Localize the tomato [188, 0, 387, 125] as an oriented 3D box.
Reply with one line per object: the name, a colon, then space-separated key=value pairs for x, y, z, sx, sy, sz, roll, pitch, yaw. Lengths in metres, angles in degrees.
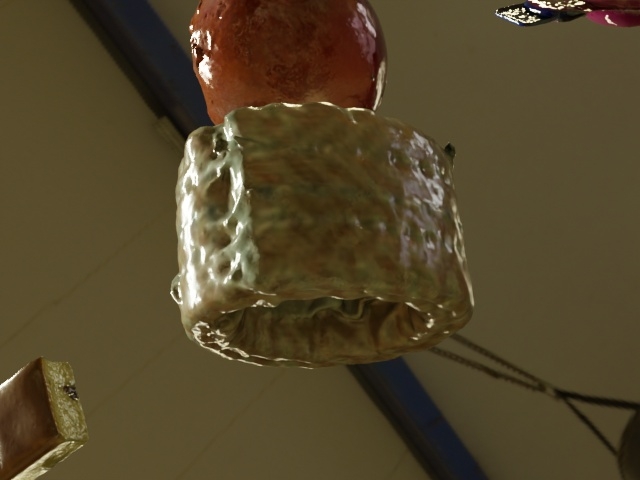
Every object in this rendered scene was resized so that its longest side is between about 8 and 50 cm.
tomato: x=-0.026 y=-0.188 z=1.013 sx=0.184 sy=0.208 sz=0.208 roll=-10 pitch=-67 yaw=15

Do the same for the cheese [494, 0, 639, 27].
cheese: x=0.315 y=-0.270 z=1.103 sx=0.244 sy=0.155 sz=0.062 roll=-13 pitch=-64 yaw=-14

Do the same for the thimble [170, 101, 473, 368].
thimble: x=-0.001 y=0.003 z=0.719 sx=0.229 sy=0.196 sz=0.148 roll=12 pitch=-120 yaw=-40

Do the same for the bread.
bread: x=-0.309 y=0.201 z=0.927 sx=0.226 sy=0.088 sz=0.049 roll=-35 pitch=-28 yaw=24
